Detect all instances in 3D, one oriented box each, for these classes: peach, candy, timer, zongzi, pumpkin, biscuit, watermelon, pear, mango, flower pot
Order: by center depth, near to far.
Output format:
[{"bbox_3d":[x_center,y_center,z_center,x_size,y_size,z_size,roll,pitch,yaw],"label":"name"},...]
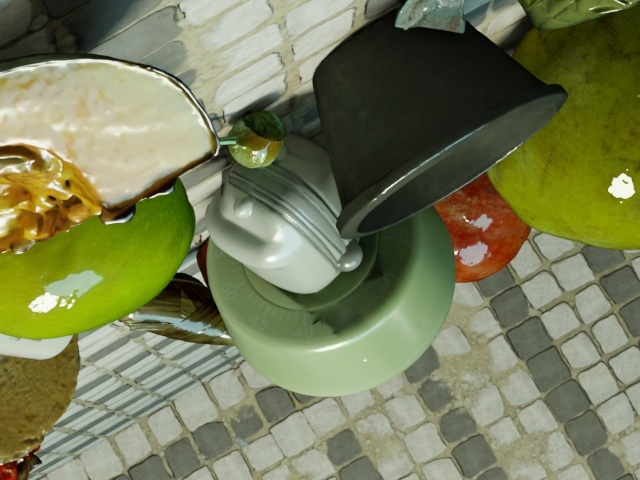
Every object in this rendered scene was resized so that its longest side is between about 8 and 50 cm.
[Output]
[{"bbox_3d":[-0.243,-0.062,1.053,0.312,0.148,0.169,-35,130,7],"label":"pumpkin"},{"bbox_3d":[-0.197,-0.006,1.309,0.192,0.156,0.343,-26,178,16],"label":"mango"},{"bbox_3d":[0.112,-0.217,1.432,0.085,0.061,0.085,-38,173,-5],"label":"watermelon"},{"bbox_3d":[-0.316,0.111,1.462,0.042,0.226,0.226,2,-170,32],"label":"biscuit"},{"bbox_3d":[-0.111,-0.097,1.464,0.202,0.061,0.061,-7,157,-49],"label":"candy"},{"bbox_3d":[0.096,-0.134,1.526,0.269,0.166,0.269,-31,169,-7],"label":"flower pot"},{"bbox_3d":[-0.022,-0.007,1.677,0.290,0.291,0.315,-31,151,3],"label":"timer"},{"bbox_3d":[0.397,-0.154,1.813,0.413,0.352,0.352,-31,172,17],"label":"pear"},{"bbox_3d":[-0.171,0.101,1.943,0.187,0.184,0.084,1,113,-68],"label":"zongzi"},{"bbox_3d":[0.164,-0.063,2.007,0.232,0.232,0.256,-35,156,28],"label":"peach"}]

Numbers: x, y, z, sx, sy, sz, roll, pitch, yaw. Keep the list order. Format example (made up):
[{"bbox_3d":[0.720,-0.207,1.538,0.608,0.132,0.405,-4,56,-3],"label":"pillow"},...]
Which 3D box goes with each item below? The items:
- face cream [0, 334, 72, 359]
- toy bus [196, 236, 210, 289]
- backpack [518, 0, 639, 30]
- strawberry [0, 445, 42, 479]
[{"bbox_3d":[-0.327,0.054,1.323,0.082,0.082,0.269,-34,155,22],"label":"face cream"},{"bbox_3d":[-0.103,0.009,1.979,0.077,0.079,0.174,-14,164,-29],"label":"toy bus"},{"bbox_3d":[0.284,-0.288,1.381,0.207,0.140,0.253,-26,177,-31],"label":"backpack"},{"bbox_3d":[-0.430,0.208,1.539,0.288,0.250,0.238,33,98,-40],"label":"strawberry"}]
